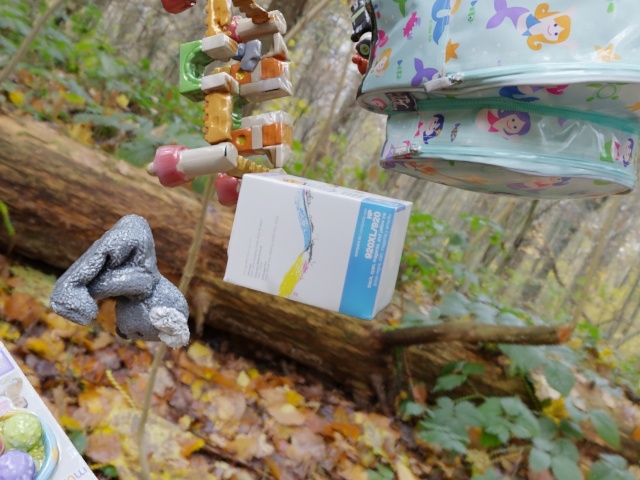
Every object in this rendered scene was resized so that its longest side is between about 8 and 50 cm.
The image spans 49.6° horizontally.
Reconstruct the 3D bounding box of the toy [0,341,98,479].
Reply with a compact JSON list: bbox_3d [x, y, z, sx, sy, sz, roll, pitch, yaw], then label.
[{"bbox_3d":[-0.375,0.228,0.801,0.137,0.056,0.237,-30,68,-37],"label":"toy"}]

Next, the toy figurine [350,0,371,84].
[{"bbox_3d":[0.173,-0.441,1.562,0.209,0.148,0.213,-9,-26,1],"label":"toy figurine"}]

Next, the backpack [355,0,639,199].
[{"bbox_3d":[0.172,-0.129,0.545,0.225,0.191,0.253,6,-6,-35],"label":"backpack"}]

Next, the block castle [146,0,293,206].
[{"bbox_3d":[-0.220,-0.316,1.474,0.212,0.453,0.303,-6,-11,24],"label":"block castle"}]

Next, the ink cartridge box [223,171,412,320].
[{"bbox_3d":[0.000,0.000,1.051,0.232,0.168,0.171,14,9,14],"label":"ink cartridge box"}]

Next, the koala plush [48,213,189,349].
[{"bbox_3d":[-0.314,0.092,1.196,0.221,0.203,0.196,45,-7,-16],"label":"koala plush"}]
